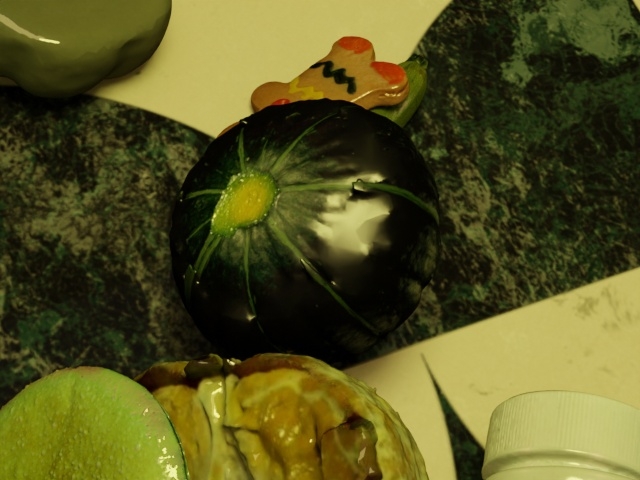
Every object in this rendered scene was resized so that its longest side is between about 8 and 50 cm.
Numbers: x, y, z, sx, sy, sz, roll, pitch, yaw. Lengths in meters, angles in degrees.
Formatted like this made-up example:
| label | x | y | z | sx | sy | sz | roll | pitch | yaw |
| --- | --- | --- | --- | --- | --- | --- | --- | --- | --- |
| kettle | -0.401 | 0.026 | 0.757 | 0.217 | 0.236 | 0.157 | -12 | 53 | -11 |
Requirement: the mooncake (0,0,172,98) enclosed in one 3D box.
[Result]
| label | x | y | z | sx | sy | sz | roll | pitch | yaw |
| --- | --- | --- | --- | --- | --- | --- | --- | --- | --- |
| mooncake | -0.313 | -0.290 | 1.395 | 0.275 | 0.135 | 0.275 | 12 | 57 | -19 |

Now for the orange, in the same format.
| label | x | y | z | sx | sy | sz | roll | pitch | yaw |
| --- | --- | --- | --- | --- | --- | --- | --- | --- | --- |
| orange | -0.051 | 0.246 | 1.106 | 0.369 | 0.210 | 0.271 | -9 | 74 | 32 |

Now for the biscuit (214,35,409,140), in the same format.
| label | x | y | z | sx | sy | sz | roll | pitch | yaw |
| --- | --- | --- | --- | --- | --- | --- | --- | --- | --- |
| biscuit | -0.020 | -0.157 | 1.407 | 0.250 | 0.036 | 0.165 | -33 | 43 | -12 |

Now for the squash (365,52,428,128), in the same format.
| label | x | y | z | sx | sy | sz | roll | pitch | yaw |
| --- | --- | --- | --- | --- | --- | --- | --- | --- | --- |
| squash | 0.065 | -0.146 | 1.437 | 0.066 | 0.066 | 0.252 | 37 | 63 | 11 |

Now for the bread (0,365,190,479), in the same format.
| label | x | y | z | sx | sy | sz | roll | pitch | yaw |
| --- | --- | --- | --- | --- | --- | --- | --- | --- | --- |
| bread | -0.231 | 0.262 | 1.082 | 0.301 | 0.045 | 0.301 | -10 | 72 | 34 |

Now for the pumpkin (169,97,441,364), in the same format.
| label | x | y | z | sx | sy | sz | roll | pitch | yaw |
| --- | --- | --- | --- | --- | --- | --- | --- | --- | --- |
| pumpkin | 0.000 | 0.000 | 1.263 | 0.296 | 0.296 | 0.296 | 4 | 62 | -7 |

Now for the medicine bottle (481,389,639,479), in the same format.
| label | x | y | z | sx | sy | sz | roll | pitch | yaw |
| --- | --- | --- | --- | --- | --- | --- | --- | --- | --- |
| medicine bottle | 0.238 | 0.328 | 1.140 | 0.190 | 0.190 | 0.332 | 12 | 62 | -2 |
